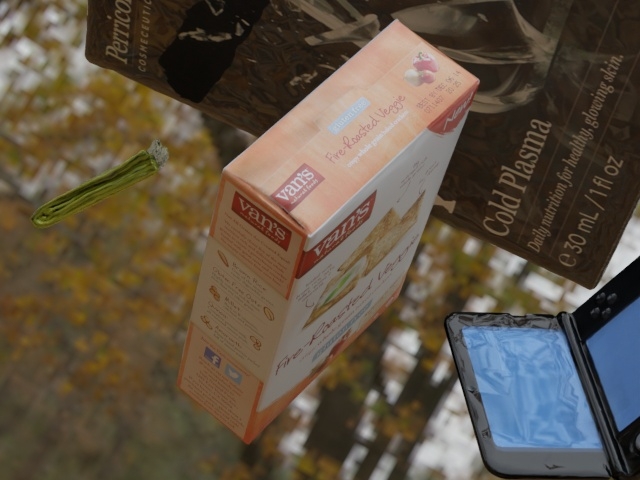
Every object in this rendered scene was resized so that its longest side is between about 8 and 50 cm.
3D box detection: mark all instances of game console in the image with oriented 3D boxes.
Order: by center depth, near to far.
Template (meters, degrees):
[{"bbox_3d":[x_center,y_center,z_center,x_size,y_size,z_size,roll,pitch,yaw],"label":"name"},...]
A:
[{"bbox_3d":[0.132,0.059,0.987,0.071,0.107,0.122,32,28,-31],"label":"game console"}]

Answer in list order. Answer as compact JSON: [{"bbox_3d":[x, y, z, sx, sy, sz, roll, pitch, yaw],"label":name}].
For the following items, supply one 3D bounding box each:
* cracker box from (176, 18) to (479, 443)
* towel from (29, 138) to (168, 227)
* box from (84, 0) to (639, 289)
[{"bbox_3d":[0.000,0.000,1.142,0.067,0.156,0.232,38,-32,15],"label":"cracker box"},{"bbox_3d":[-0.169,-0.047,1.522,0.237,0.102,0.021,-116,180,-84],"label":"towel"},{"bbox_3d":[0.099,-0.278,1.473,0.472,0.297,0.480,26,-32,8],"label":"box"}]
